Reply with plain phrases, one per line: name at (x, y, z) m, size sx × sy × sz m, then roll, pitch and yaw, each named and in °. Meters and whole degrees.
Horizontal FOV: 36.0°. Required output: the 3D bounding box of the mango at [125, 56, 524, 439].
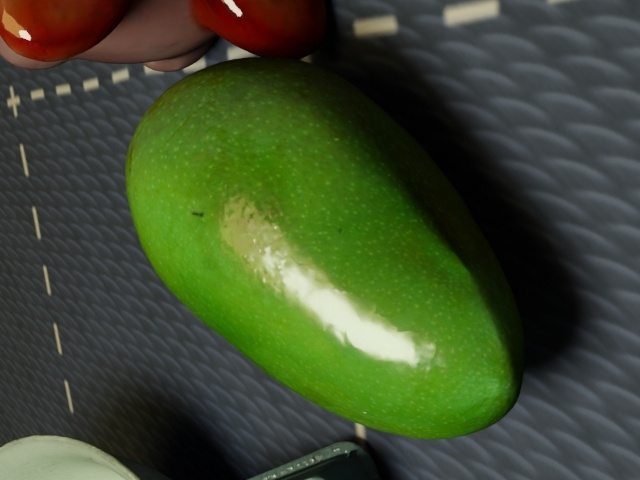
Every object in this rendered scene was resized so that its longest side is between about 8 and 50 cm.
mango at (0.000, 0.000, 0.724) m, size 0.382 × 0.201 × 0.225 m, roll 38°, pitch 125°, yaw 35°

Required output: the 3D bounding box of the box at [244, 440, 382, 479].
box at (-0.038, 0.289, 0.867) m, size 0.227 × 0.130 × 0.162 m, roll -24°, pitch 79°, yaw 11°

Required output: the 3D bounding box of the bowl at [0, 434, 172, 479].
bowl at (-0.220, 0.419, 1.121) m, size 0.434 × 0.196 × 0.435 m, roll 1°, pitch 93°, yaw 32°

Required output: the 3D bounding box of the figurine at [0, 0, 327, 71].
figurine at (-0.161, -0.252, 0.830) m, size 0.261 × 0.269 × 0.211 m, roll 13°, pitch 106°, yaw 62°
